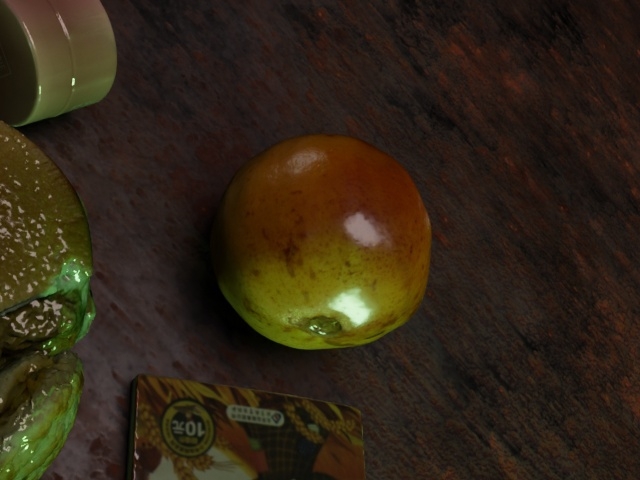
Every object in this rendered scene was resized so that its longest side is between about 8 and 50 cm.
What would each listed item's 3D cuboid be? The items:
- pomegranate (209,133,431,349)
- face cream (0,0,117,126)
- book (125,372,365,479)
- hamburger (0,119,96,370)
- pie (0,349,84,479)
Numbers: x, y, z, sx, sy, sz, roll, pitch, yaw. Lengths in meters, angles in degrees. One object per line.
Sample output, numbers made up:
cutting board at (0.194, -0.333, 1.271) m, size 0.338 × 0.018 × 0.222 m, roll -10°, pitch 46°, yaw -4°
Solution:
pomegranate at (0.000, 0.000, 1.080) m, size 0.264 × 0.264 × 0.264 m, roll 18°, pitch 57°, yaw -31°
face cream at (-0.305, -0.206, 0.997) m, size 0.104 × 0.149 × 0.149 m, roll -29°, pitch 87°, yaw -44°
book at (-0.069, 0.364, 0.965) m, size 0.300 × 0.039 × 0.428 m, roll 15°, pitch 59°, yaw -33°
hamburger at (-0.309, 0.009, 0.869) m, size 0.192 × 0.168 × 0.288 m, roll -20°, pitch 82°, yaw -44°
pie at (-0.284, 0.186, 0.753) m, size 0.090 × 0.201 × 0.248 m, roll 40°, pitch 81°, yaw 4°
